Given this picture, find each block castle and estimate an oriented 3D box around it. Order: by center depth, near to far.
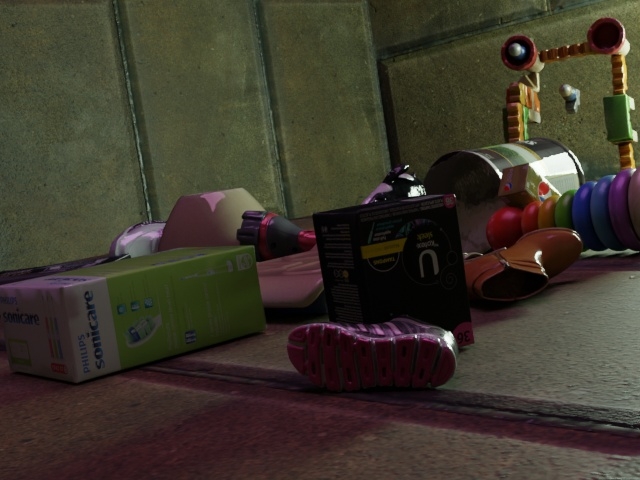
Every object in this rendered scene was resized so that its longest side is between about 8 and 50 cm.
[{"bbox_3d":[0.596,-0.281,2.296,0.302,0.454,0.212,-5,-2,28],"label":"block castle"}]

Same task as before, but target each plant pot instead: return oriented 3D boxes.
[{"bbox_3d":[-0.210,-0.006,1.969,0.283,0.191,0.284,-9,4,1],"label":"plant pot"}]

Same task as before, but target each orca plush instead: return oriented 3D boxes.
[{"bbox_3d":[0.129,-0.029,1.479,0.102,0.151,0.287,36,8,10],"label":"orca plush"}]

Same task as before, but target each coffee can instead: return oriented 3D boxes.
[{"bbox_3d":[0.362,-0.090,1.881,0.275,0.202,0.201,-13,6,-44],"label":"coffee can"}]

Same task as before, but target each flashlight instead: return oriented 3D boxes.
[{"bbox_3d":[0.000,0.000,1.778,0.303,0.103,0.103,4,25,20],"label":"flashlight"}]

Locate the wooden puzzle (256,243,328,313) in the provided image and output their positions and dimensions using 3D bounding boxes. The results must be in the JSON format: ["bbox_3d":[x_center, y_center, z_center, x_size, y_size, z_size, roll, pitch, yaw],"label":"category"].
[{"bbox_3d":[-0.001,0.060,1.511,0.322,0.081,0.347,-5,10,45],"label":"wooden puzzle"}]

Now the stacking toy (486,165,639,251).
[{"bbox_3d":[0.418,-0.036,1.593,0.330,0.141,0.141,-10,2,44],"label":"stacking toy"}]

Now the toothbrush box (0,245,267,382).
[{"bbox_3d":[-0.247,0.088,1.263,0.283,0.122,0.206,-11,5,-40],"label":"toothbrush box"}]

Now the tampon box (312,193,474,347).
[{"bbox_3d":[0.077,0.040,1.006,0.120,0.161,0.101,-12,6,-26],"label":"tampon box"}]

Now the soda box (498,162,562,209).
[{"bbox_3d":[0.397,-0.064,1.730,0.058,0.061,0.181,-12,-38,42],"label":"soda box"}]

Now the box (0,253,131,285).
[{"bbox_3d":[-0.581,0.097,2.073,0.307,0.077,0.242,-8,5,3],"label":"box"}]

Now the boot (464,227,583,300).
[{"bbox_3d":[0.276,0.039,1.261,0.197,0.073,0.152,-21,4,-4],"label":"boot"}]

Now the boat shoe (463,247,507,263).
[{"bbox_3d":[0.249,0.033,1.495,0.056,0.048,0.153,-10,5,-19],"label":"boat shoe"}]

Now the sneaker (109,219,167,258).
[{"bbox_3d":[-0.310,0.007,2.305,0.365,0.138,0.210,-7,0,-35],"label":"sneaker"}]

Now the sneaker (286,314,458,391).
[{"bbox_3d":[0.053,0.103,0.898,0.170,0.063,0.074,-1,8,25],"label":"sneaker"}]
